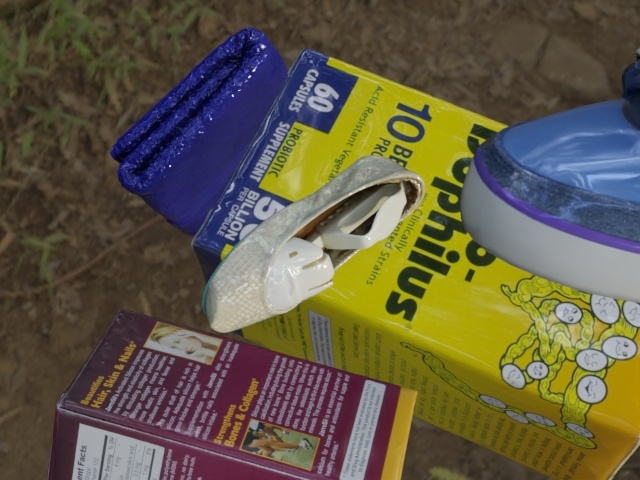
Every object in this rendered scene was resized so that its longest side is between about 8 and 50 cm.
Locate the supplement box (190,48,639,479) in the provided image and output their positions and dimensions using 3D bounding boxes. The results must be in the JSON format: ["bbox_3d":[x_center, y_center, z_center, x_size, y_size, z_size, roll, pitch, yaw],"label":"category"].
[{"bbox_3d":[0.106,0.028,0.971,0.356,0.195,0.194,23,70,12],"label":"supplement box"}]

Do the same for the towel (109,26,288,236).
[{"bbox_3d":[-0.124,-0.122,1.398,0.076,0.308,0.228,41,88,11],"label":"towel"}]

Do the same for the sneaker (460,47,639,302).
[{"bbox_3d":[0.227,-0.101,0.507,0.322,0.236,0.130,1,31,-1],"label":"sneaker"}]

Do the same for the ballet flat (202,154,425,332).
[{"bbox_3d":[0.000,0.000,0.731,0.052,0.057,0.168,20,51,42],"label":"ballet flat"}]

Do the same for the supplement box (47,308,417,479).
[{"bbox_3d":[-0.048,0.120,0.686,0.188,0.081,0.104,15,30,3],"label":"supplement box"}]
